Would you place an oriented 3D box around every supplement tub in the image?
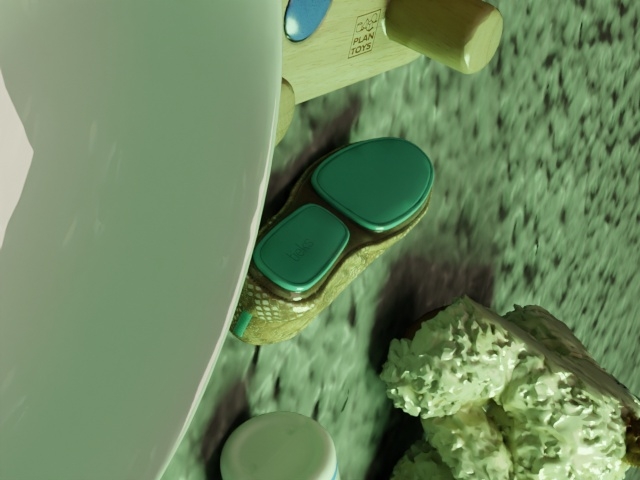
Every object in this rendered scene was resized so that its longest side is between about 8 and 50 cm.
[{"bbox_3d":[-0.020,0.162,1.172,0.071,0.071,0.107,-56,152,-37],"label":"supplement tub"}]

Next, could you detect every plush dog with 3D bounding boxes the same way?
[{"bbox_3d":[0.128,0.183,1.414,0.225,0.210,0.262,-54,160,11],"label":"plush dog"}]

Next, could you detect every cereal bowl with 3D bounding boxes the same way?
[{"bbox_3d":[-0.150,-0.020,0.666,0.339,0.141,0.339,-45,143,-49],"label":"cereal bowl"}]

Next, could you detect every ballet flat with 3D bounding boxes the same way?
[{"bbox_3d":[0.000,0.000,1.144,0.206,0.073,0.067,-36,164,-52],"label":"ballet flat"}]

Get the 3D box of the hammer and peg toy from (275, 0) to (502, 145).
[{"bbox_3d":[0.033,-0.184,0.914,0.361,0.127,0.266,-24,135,-52],"label":"hammer and peg toy"}]
